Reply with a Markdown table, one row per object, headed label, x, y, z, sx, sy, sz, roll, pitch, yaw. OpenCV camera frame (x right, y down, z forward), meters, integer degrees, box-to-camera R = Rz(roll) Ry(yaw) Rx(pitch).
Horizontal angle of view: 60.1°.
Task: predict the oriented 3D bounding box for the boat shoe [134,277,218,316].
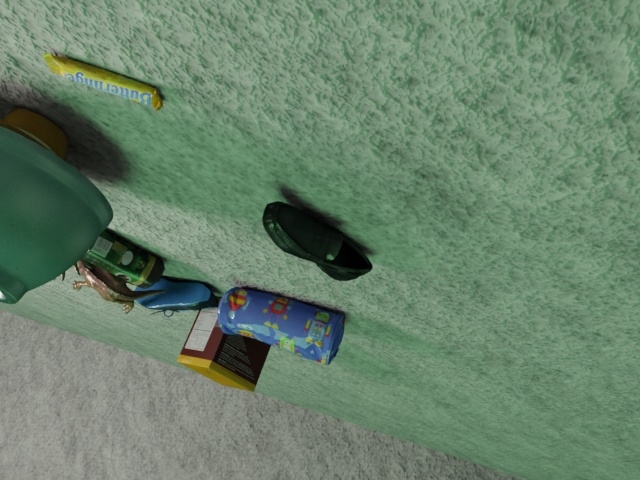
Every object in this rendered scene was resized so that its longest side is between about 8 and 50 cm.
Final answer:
| label | x | y | z | sx | sy | sz | roll | pitch | yaw |
| --- | --- | --- | --- | --- | --- | --- | --- | --- | --- |
| boat shoe | -0.391 | 0.162 | 1.483 | 0.258 | 0.109 | 0.089 | 7 | 157 | 32 |

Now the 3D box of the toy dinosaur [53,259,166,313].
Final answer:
| label | x | y | z | sx | sy | sz | roll | pitch | yaw |
| --- | --- | --- | --- | --- | --- | --- | --- | --- | --- |
| toy dinosaur | -0.548 | 0.089 | 1.382 | 0.296 | 0.127 | 0.200 | 28 | 165 | 4 |

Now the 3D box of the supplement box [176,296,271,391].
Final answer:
| label | x | y | z | sx | sy | sz | roll | pitch | yaw |
| --- | --- | --- | --- | --- | --- | --- | --- | --- | --- |
| supplement box | -0.249 | 0.283 | 1.515 | 0.129 | 0.194 | 0.191 | 0 | 149 | 37 |

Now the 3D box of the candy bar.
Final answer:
| label | x | y | z | sx | sy | sz | roll | pitch | yaw |
| --- | --- | --- | --- | --- | --- | --- | --- | --- | --- |
| candy bar | -0.278 | -0.206 | 0.716 | 0.162 | 0.018 | 0.040 | 20 | 156 | 2 |

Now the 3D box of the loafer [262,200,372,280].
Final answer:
| label | x | y | z | sx | sy | sz | roll | pitch | yaw |
| --- | --- | --- | --- | --- | --- | --- | --- | --- | --- |
| loafer | 0.000 | 0.000 | 0.878 | 0.078 | 0.076 | 0.223 | -9 | 148 | 40 |

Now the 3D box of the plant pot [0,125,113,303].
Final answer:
| label | x | y | z | sx | sy | sz | roll | pitch | yaw |
| --- | --- | --- | --- | --- | --- | --- | --- | --- | --- |
| plant pot | -0.508 | -0.023 | 0.865 | 0.293 | 0.196 | 0.293 | 16 | 154 | 8 |

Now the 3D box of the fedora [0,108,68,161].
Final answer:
| label | x | y | z | sx | sy | sz | roll | pitch | yaw |
| --- | --- | --- | --- | --- | --- | --- | --- | --- | --- |
| fedora | -0.469 | -0.153 | 0.901 | 0.194 | 0.079 | 0.194 | 16 | 153 | 8 |

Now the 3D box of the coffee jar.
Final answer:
| label | x | y | z | sx | sy | sz | roll | pitch | yaw |
| --- | --- | --- | --- | --- | --- | --- | --- | --- | --- |
| coffee jar | -0.471 | 0.048 | 1.329 | 0.184 | 0.079 | 0.096 | 33 | 152 | -26 |

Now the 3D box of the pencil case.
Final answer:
| label | x | y | z | sx | sy | sz | roll | pitch | yaw |
| --- | --- | --- | --- | --- | --- | --- | --- | --- | --- |
| pencil case | -0.094 | 0.201 | 1.310 | 0.306 | 0.119 | 0.133 | 13 | 127 | 16 |
